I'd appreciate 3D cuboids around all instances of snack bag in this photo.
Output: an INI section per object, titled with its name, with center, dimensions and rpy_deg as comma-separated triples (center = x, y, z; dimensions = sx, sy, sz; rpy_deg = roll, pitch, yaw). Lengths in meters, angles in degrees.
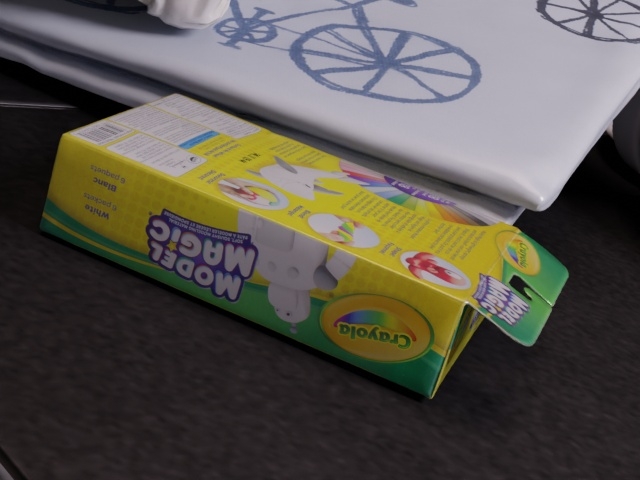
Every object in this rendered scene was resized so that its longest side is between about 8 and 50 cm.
[snack bag]
center = 0.022, -0.128, 0.728
dimensions = 0.323, 0.037, 0.342
rpy_deg = 19, 34, 20

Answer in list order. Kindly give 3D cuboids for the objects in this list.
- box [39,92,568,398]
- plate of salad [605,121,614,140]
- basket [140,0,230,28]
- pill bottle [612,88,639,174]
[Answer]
[box]
center = 0.000, 0.000, 0.511
dimensions = 0.179, 0.043, 0.105
rpy_deg = 21, 20, 13
[plate of salad]
center = 0.277, -0.050, 0.865
dimensions = 0.200, 0.048, 0.200
rpy_deg = 16, 20, -6
[basket]
center = -0.110, -0.338, 0.634
dimensions = 0.267, 0.331, 0.328
rpy_deg = 18, 33, -14
[pill bottle]
center = 0.238, -0.035, 0.702
dimensions = 0.112, 0.112, 0.186
rpy_deg = 7, 24, -29
